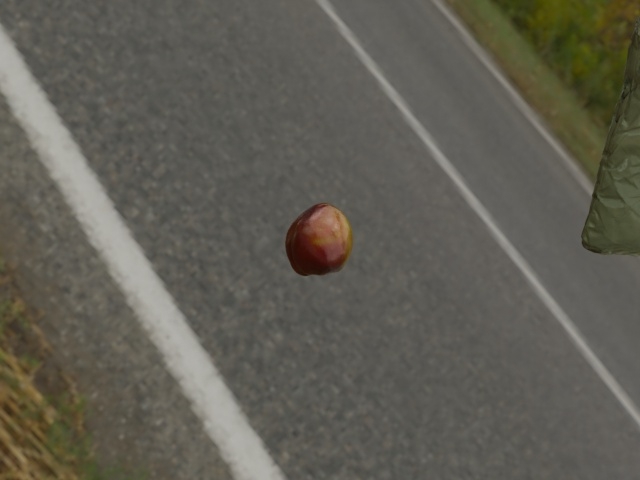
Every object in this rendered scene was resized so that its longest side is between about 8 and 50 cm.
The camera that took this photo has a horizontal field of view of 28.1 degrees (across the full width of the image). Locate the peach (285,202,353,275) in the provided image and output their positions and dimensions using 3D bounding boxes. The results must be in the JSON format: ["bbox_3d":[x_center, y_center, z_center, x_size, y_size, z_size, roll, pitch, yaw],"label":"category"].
[{"bbox_3d":[-0.001,-0.001,1.761,0.100,0.100,0.101,42,18,-18],"label":"peach"}]

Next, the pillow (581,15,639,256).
[{"bbox_3d":[0.443,-0.097,1.384,0.274,0.281,0.076,7,24,-7],"label":"pillow"}]
